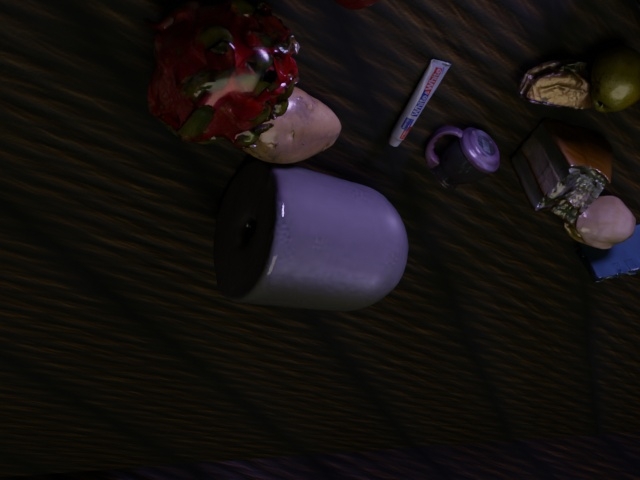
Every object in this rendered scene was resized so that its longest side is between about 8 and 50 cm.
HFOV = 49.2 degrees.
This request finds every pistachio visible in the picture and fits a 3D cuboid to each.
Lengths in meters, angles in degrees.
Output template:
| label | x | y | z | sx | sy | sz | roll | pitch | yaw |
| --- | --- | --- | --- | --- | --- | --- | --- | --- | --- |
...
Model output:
| label | x | y | z | sx | sy | sz | roll | pitch | yaw |
| --- | --- | --- | --- | --- | --- | --- | --- | --- | --- |
| pistachio | 0.749 | -0.053 | 1.881 | 0.200 | 0.117 | 0.145 | 9 | 99 | -16 |

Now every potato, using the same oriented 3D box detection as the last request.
| label | x | y | z | sx | sy | sz | roll | pitch | yaw |
| --- | --- | --- | --- | --- | --- | --- | --- | --- | --- |
| potato | -0.073 | -0.223 | 1.383 | 0.235 | 0.128 | 0.161 | 24 | 108 | -35 |

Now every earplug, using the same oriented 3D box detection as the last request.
| label | x | y | z | sx | sy | sz | roll | pitch | yaw |
| --- | --- | --- | --- | --- | --- | --- | --- | --- | --- |
| earplug | 0.000 | 0.000 | 1.558 | 0.394 | 0.312 | 0.312 | 9 | 137 | -30 |

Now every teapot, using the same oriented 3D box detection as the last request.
| label | x | y | z | sx | sy | sz | roll | pitch | yaw |
| --- | --- | --- | --- | --- | --- | --- | --- | --- | --- |
| teapot | 0.312 | -0.180 | 1.583 | 0.148 | 0.116 | 0.146 | 12 | 146 | -35 |

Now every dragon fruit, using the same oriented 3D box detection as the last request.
| label | x | y | z | sx | sy | sz | roll | pitch | yaw |
| --- | --- | --- | --- | --- | --- | --- | --- | --- | --- |
| dragon fruit | -0.175 | -0.283 | 1.204 | 0.303 | 0.231 | 0.237 | -40 | 153 | 32 |

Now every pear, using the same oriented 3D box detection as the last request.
| label | x | y | z | sx | sy | sz | roll | pitch | yaw |
| --- | --- | --- | --- | --- | --- | --- | --- | --- | --- |
| pear | 0.626 | -0.332 | 1.451 | 0.104 | 0.141 | 0.141 | 11 | 158 | 36 |

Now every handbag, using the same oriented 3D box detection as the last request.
| label | x | y | z | sx | sy | sz | roll | pitch | yaw |
| --- | --- | --- | --- | --- | --- | --- | --- | --- | --- |
| handbag | 0.860 | 0.038 | 1.996 | 0.221 | 0.144 | 0.057 | -12 | 140 | -3 |

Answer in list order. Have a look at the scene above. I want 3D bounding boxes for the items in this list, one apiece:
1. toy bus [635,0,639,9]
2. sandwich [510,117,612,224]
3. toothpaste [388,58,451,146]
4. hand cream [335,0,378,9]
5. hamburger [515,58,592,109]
| label | x | y | z | sx | sy | sz | roll | pitch | yaw |
| --- | --- | --- | --- | --- | --- | --- | --- | --- | --- |
| toy bus | 0.697 | -0.441 | 1.329 | 0.171 | 0.162 | 0.386 | -36 | 137 | 23 |
| sandwich | 0.596 | -0.149 | 1.636 | 0.227 | 0.198 | 0.155 | 9 | 137 | -26 |
| toothpaste | 0.202 | -0.289 | 1.479 | 0.052 | 0.033 | 0.218 | 5 | 134 | -29 |
| hand cream | 0.043 | -0.476 | 1.037 | 0.149 | 0.230 | 0.230 | 21 | 130 | -39 |
| hamburger | 0.504 | -0.342 | 1.469 | 0.176 | 0.087 | 0.102 | 7 | 122 | -8 |
